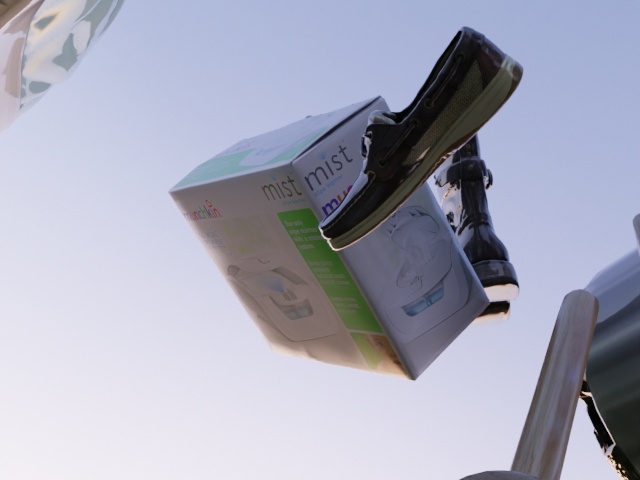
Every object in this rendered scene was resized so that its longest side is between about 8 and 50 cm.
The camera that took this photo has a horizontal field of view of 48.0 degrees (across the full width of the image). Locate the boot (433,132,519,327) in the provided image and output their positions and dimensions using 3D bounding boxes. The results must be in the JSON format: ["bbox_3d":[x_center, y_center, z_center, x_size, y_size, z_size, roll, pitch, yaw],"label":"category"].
[{"bbox_3d":[0.179,-0.017,0.900,0.091,0.228,0.263,-5,-22,-5],"label":"boot"}]

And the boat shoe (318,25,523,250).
[{"bbox_3d":[0.048,-0.059,0.423,0.049,0.056,0.152,42,-76,-9],"label":"boat shoe"}]

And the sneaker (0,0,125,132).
[{"bbox_3d":[-0.150,-0.176,0.358,0.135,0.150,0.366,45,-32,-15],"label":"sneaker"}]

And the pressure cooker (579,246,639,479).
[{"bbox_3d":[0.530,0.103,0.753,0.370,0.375,0.420,6,-34,-26],"label":"pressure cooker"}]

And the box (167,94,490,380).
[{"bbox_3d":[0.000,0.000,0.731,0.262,0.127,0.231,-2,-57,56],"label":"box"}]

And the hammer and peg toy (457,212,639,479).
[{"bbox_3d":[0.212,0.035,0.269,0.362,0.266,0.127,-14,-64,21],"label":"hammer and peg toy"}]
